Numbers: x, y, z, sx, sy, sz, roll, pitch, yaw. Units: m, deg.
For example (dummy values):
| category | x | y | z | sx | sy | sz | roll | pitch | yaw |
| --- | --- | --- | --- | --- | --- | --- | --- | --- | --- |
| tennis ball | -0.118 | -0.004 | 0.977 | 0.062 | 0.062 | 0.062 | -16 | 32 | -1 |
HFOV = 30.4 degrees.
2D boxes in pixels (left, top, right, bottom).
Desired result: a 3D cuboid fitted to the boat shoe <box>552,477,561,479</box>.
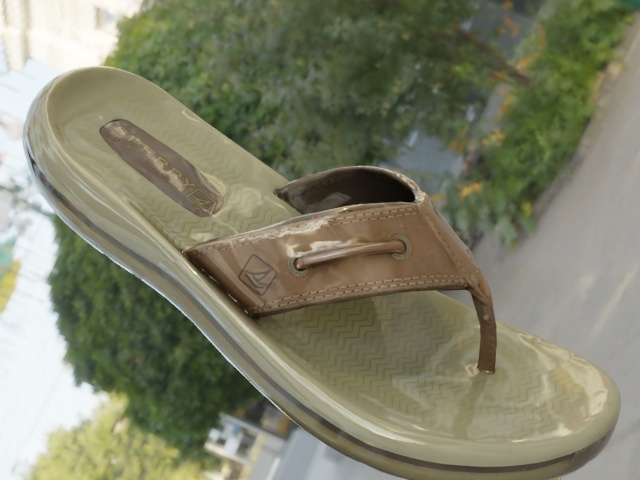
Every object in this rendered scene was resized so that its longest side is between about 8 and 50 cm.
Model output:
| category | x | y | z | sx | sy | sz | roll | pitch | yaw |
| --- | --- | --- | --- | --- | --- | --- | --- | --- | --- |
| boat shoe | 0.117 | 0.185 | 0.686 | 0.056 | 0.048 | 0.153 | 20 | 102 | 62 |

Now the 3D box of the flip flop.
| category | x | y | z | sx | sy | sz | roll | pitch | yaw |
| --- | --- | --- | --- | --- | --- | --- | --- | --- | --- |
| flip flop | 0.000 | 0.000 | 0.478 | 0.112 | 0.277 | 0.080 | -36 | -21 | -54 |
